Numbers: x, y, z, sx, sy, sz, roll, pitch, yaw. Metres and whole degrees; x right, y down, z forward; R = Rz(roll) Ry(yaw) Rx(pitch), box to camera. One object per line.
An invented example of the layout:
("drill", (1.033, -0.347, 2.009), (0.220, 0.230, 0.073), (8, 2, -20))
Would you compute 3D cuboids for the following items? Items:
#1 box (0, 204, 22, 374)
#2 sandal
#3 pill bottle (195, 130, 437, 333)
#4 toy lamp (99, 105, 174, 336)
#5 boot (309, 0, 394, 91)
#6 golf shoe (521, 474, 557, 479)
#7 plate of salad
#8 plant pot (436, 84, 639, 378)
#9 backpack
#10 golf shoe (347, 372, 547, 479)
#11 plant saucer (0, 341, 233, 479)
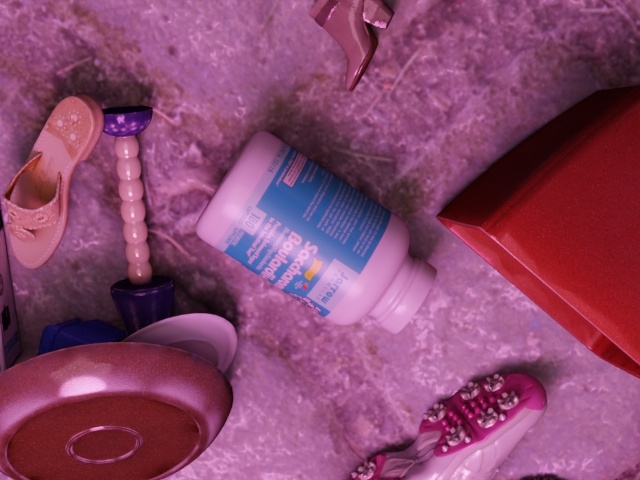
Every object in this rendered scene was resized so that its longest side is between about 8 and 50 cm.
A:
("box", (-0.461, 0.018, 1.626), (0.169, 0.087, 0.290), (-5, 104, 4))
("sandal", (-0.332, -0.063, 1.575), (0.088, 0.079, 0.240), (39, 118, 18))
("pill bottle", (0.000, 0.000, 1.571), (0.264, 0.146, 0.146), (32, 103, -5))
("toy lamp", (-0.217, -0.018, 1.612), (0.080, 0.080, 0.274), (-2, 104, 3))
("boot", (0.027, -0.242, 1.569), (0.087, 0.042, 0.118), (28, 102, 2))
("golf shoe", (0.232, 0.374, 1.697), (0.198, 0.094, 0.077), (-41, 56, -9))
("plate of salad", (-0.192, 0.147, 1.620), (0.200, 0.200, 0.048), (-39, 57, 11))
("plant pot", (0.323, -0.023, 1.506), (0.267, 0.267, 0.236), (41, 90, -7))
("backpack", (-0.293, 0.160, 1.652), (0.101, 0.098, 0.120), (23, 106, 27))
("golf shoe", (0.163, 0.281, 1.664), (0.306, 0.115, 0.140), (-38, 114, 13))
("plant saucer", (-0.252, 0.220, 1.586), (0.311, 0.050, 0.310), (-8, 144, -6))
